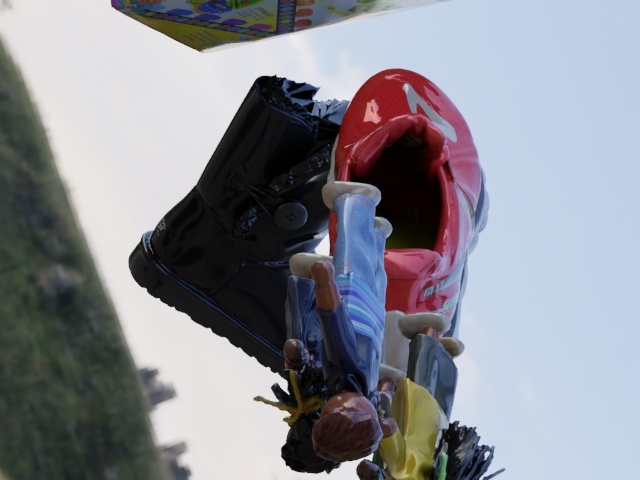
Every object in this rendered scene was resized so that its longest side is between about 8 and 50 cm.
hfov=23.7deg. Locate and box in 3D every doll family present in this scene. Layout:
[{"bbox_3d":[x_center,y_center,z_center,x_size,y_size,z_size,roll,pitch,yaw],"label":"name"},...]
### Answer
[{"bbox_3d":[0.020,0.067,0.601,0.193,0.076,0.111,53,36,-42],"label":"doll family"}]

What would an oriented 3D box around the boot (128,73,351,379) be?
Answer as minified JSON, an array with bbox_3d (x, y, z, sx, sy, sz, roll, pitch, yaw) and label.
[{"bbox_3d":[0.000,0.000,1.202,0.207,0.246,0.094,-48,-155,23],"label":"boot"}]

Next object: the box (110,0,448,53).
[{"bbox_3d":[-0.013,-0.322,1.148,0.177,0.279,0.290,14,67,-71],"label":"box"}]

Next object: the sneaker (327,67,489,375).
[{"bbox_3d":[0.055,-0.035,0.921,0.279,0.107,0.118,-86,178,-52],"label":"sneaker"}]
